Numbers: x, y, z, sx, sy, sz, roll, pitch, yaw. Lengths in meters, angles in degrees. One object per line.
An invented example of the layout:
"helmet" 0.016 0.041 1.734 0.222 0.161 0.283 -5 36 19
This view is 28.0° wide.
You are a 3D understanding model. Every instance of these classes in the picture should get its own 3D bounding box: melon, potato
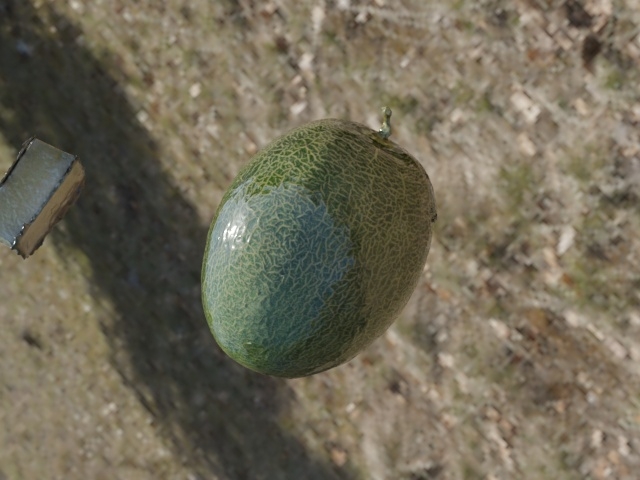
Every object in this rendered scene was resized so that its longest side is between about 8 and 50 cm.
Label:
"melon" 0.000 0.000 0.816 0.139 0.192 0.139 28 -165 -9
"potato" -0.307 -0.044 1.367 0.061 0.122 0.086 31 166 6
